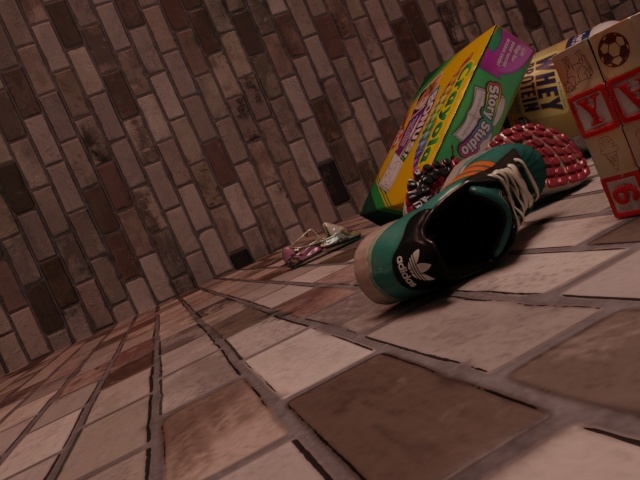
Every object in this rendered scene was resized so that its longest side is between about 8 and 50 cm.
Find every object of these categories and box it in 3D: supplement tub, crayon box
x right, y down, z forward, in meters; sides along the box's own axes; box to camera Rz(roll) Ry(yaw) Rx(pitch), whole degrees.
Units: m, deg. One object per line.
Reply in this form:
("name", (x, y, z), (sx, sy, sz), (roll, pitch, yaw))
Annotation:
("supplement tub", (0.521, -0.290, 1.199), (0.316, 0.228, 0.228), (-17, 7, 45))
("crayon box", (0.238, -0.202, 1.210), (0.363, 0.106, 0.313), (-65, 11, -9))

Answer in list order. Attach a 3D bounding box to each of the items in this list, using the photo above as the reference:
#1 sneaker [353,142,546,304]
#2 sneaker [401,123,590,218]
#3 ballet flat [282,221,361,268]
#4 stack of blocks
("sneaker", (0.176, -0.028, 0.650), (0.302, 0.108, 0.121), (-35, 10, -32))
("sneaker", (0.253, -0.082, 0.893), (0.299, 0.121, 0.112), (-17, -29, -11))
("ballet flat", (0.000, 0.000, 1.600), (0.221, 0.079, 0.077), (-24, 2, -10))
("stack of blocks", (0.389, -0.159, 0.604), (0.297, 0.171, 0.087), (-25, 3, -26))
